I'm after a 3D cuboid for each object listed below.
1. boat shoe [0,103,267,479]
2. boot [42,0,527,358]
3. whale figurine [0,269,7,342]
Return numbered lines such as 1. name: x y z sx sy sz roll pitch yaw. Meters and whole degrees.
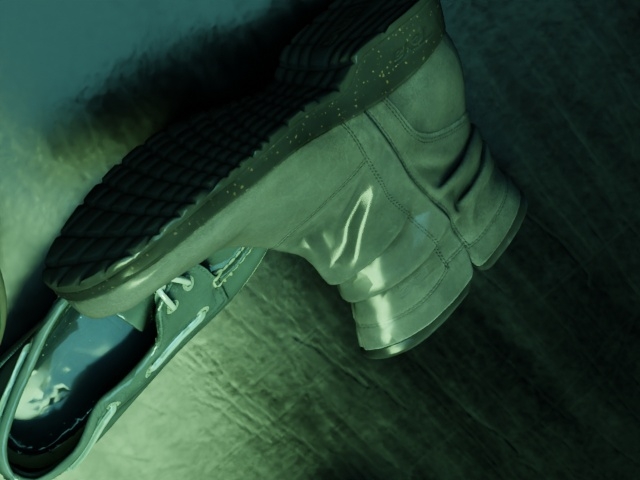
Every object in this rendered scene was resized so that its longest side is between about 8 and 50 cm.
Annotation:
1. boat shoe: -0.122 0.042 1.046 0.116 0.099 0.319 40 94 -18
2. boot: 0.000 0.000 0.999 0.338 0.118 0.222 -38 121 -20
3. whale figurine: -0.324 0.089 0.985 0.216 0.141 0.272 33 109 -8
